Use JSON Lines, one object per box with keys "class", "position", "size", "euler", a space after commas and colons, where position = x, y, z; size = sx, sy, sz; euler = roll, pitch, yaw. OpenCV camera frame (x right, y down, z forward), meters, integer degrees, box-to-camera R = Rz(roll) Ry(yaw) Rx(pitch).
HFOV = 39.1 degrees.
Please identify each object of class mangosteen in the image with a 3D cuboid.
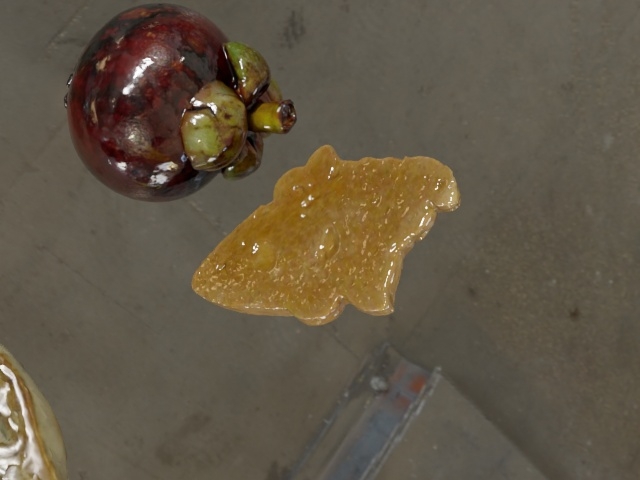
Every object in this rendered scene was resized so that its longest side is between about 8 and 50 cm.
{"class": "mangosteen", "position": [-0.117, -0.115, 0.776], "size": [0.200, 0.200, 0.199], "euler": [-10, 107, -33]}

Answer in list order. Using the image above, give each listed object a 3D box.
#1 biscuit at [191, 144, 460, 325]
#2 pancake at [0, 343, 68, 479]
{"class": "biscuit", "position": [0.000, 0.000, 0.745], "size": [0.035, 0.250, 0.162], "euler": [41, 35, -52]}
{"class": "pancake", "position": [-0.333, 0.240, 0.634], "size": [0.382, 0.382, 0.071], "euler": [-70, 162, 0]}
